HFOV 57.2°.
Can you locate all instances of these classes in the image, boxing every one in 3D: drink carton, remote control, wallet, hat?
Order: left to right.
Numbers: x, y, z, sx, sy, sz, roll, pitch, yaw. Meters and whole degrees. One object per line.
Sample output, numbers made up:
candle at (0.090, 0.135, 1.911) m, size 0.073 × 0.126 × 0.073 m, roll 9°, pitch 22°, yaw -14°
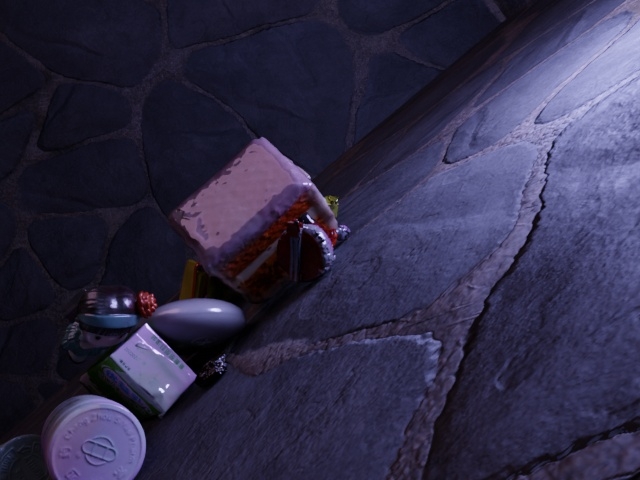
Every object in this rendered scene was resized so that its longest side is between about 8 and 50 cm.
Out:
drink carton at (-0.390, 0.292, 1.237) m, size 0.271 × 0.161 × 0.108 m, roll -32°, pitch 13°, yaw 51°
remote control at (-0.301, 0.195, 1.300) m, size 0.221 × 0.103 × 0.332 m, roll 7°, pitch -20°, yaw -33°
wallet at (-0.335, 0.174, 1.543) m, size 0.141 × 0.067 × 0.241 m, roll 179°, pitch 103°, yaw -69°
hat at (-0.003, -0.003, 1.258) m, size 0.129 × 0.140 × 0.227 m, roll -9°, pitch 12°, yaw 32°

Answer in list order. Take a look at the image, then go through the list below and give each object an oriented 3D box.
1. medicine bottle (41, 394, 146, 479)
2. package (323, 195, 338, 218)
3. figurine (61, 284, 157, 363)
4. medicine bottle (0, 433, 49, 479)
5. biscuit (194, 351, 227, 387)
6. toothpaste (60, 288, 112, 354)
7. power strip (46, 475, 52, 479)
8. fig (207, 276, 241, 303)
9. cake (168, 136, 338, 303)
medicine bottle at (-0.399, 0.349, 1.017) m, size 0.152 × 0.152 × 0.254 m, roll -45°, pitch 10°, yaw -27°
package at (-0.035, -0.048, 1.643) m, size 0.226 × 0.090 × 0.168 m, roll -36°, pitch 7°, yaw 6°
figurine at (-0.433, 0.167, 1.175) m, size 0.138 × 0.110 × 0.245 m, roll -15°, pitch -17°, yaw -43°
medicine bottle at (-0.696, 0.537, 1.277) m, size 0.318 × 0.158 × 0.158 m, roll -33°, pitch 12°, yaw 35°
biscuit at (-0.202, 0.245, 1.117) m, size 0.089 × 0.027 × 0.087 m, roll -31°, pitch 14°, yaw 47°
toothpaste at (-0.544, 0.262, 1.528) m, size 0.114 × 0.299 × 0.073 m, roll -36°, pitch 10°, yaw 27°
power strip at (-0.512, 0.457, 1.232) m, size 0.253 × 0.060 × 0.027 m, roll -153°, pitch 85°, yaw -79°
fig at (-0.262, 0.097, 1.672) m, size 0.275 × 0.206 × 0.206 m, roll -62°, pitch 6°, yaw 10°
cake at (-0.144, -0.044, 1.345) m, size 0.309 × 0.237 × 0.230 m, roll -40°, pitch 54°, yaw -1°
